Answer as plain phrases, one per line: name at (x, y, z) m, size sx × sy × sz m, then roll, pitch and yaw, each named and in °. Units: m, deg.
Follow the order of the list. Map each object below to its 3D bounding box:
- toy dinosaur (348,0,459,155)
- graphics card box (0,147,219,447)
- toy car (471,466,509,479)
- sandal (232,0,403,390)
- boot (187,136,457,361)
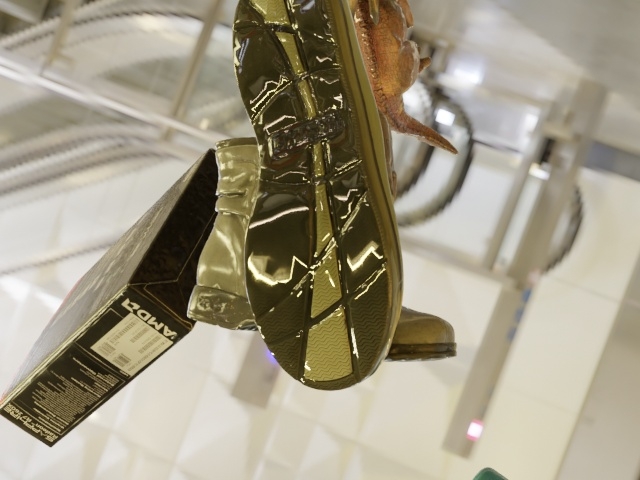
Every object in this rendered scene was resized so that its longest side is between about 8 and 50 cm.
toy dinosaur at (0.051, -0.207, 1.454) m, size 0.127 × 0.295 × 0.200 m, roll -22°, pitch -175°, yaw -1°
graphics card box at (-0.224, 0.073, 1.653) m, size 0.094 × 0.232 × 0.371 m, roll 37°, pitch 137°, yaw -11°
toy car at (0.185, 0.398, 1.429) m, size 0.219 × 0.238 × 0.210 m, roll 33°, pitch -141°, yaw 15°
sandal at (0.011, -0.048, 0.987) m, size 0.120 × 0.302 × 0.086 m, roll -8°, pitch 173°, yaw 34°
boot at (0.000, 0.000, 1.073) m, size 0.247 × 0.161 × 0.083 m, roll 12°, pitch -177°, yaw 36°
